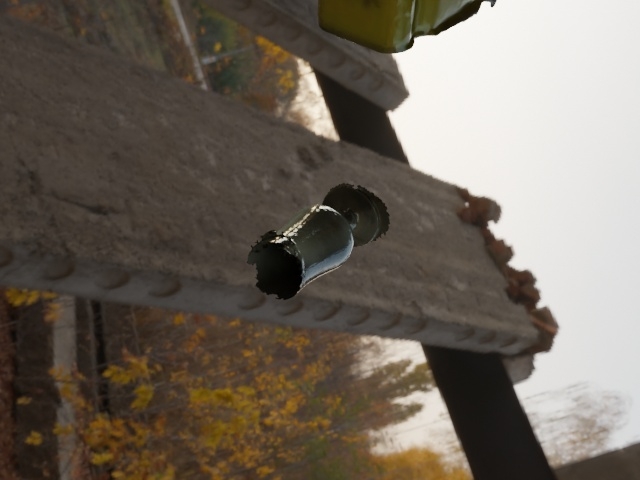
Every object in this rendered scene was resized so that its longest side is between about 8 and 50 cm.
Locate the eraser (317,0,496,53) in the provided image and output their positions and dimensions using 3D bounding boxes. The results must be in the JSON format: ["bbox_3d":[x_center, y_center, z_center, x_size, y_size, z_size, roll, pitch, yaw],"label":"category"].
[{"bbox_3d":[0.068,-0.229,0.397,0.069,0.158,0.226,25,-44,23],"label":"eraser"}]

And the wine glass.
[{"bbox_3d":[0.000,0.000,0.368,0.083,0.042,0.038,-34,140,-55],"label":"wine glass"}]
